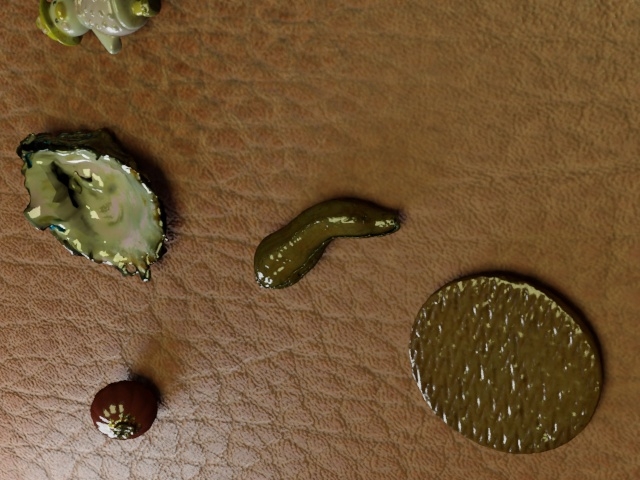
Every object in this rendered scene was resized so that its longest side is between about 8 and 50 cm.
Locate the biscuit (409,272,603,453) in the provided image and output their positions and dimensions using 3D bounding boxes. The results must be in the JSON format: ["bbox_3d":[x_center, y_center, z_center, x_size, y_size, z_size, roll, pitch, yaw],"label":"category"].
[{"bbox_3d":[0.235,0.155,1.766,0.262,0.037,0.262,13,120,23],"label":"biscuit"}]

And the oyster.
[{"bbox_3d":[-0.321,-0.056,1.931,0.260,0.092,0.198,23,124,6],"label":"oyster"}]

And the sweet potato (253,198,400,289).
[{"bbox_3d":[-0.002,-0.005,1.799,0.233,0.062,0.081,-27,115,33],"label":"sweet potato"}]

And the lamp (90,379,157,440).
[{"bbox_3d":[-0.293,0.253,2.074,0.101,0.090,0.101,-7,132,-8],"label":"lamp"}]

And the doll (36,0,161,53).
[{"bbox_3d":[-0.288,-0.300,1.784,0.207,0.081,0.129,-8,92,34],"label":"doll"}]
